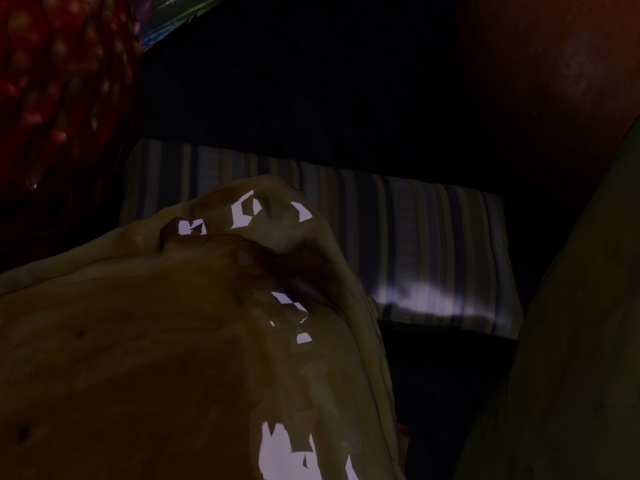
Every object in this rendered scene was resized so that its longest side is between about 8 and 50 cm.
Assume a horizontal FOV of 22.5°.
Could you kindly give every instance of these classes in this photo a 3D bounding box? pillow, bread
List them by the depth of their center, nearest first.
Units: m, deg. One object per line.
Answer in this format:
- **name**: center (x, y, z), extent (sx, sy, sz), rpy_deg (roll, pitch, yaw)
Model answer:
- **bread**: center (-0.079, 0.171, 0.457), extent (0.277, 0.167, 0.324), rpy_deg (-22, 51, 10)
- **pillow**: center (0.000, 0.000, 0.794), extent (0.203, 0.038, 0.113), rpy_deg (9, 41, -9)

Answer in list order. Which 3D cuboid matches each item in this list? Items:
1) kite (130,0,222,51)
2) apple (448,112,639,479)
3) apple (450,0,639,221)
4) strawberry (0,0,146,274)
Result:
- **kite**: center (-0.168, -0.140, 0.904), extent (0.321, 0.016, 0.234), rpy_deg (4, 47, -13)
- **apple**: center (0.279, 0.106, 0.496), extent (0.473, 0.474, 0.474), rpy_deg (9, 44, -9)
- **apple**: center (0.196, -0.119, 0.856), extent (0.251, 0.206, 0.272), rpy_deg (21, 45, 9)
- **strawberry**: center (-0.227, -0.105, 0.657), extent (0.343, 0.292, 0.292), rpy_deg (-23, 56, -35)
